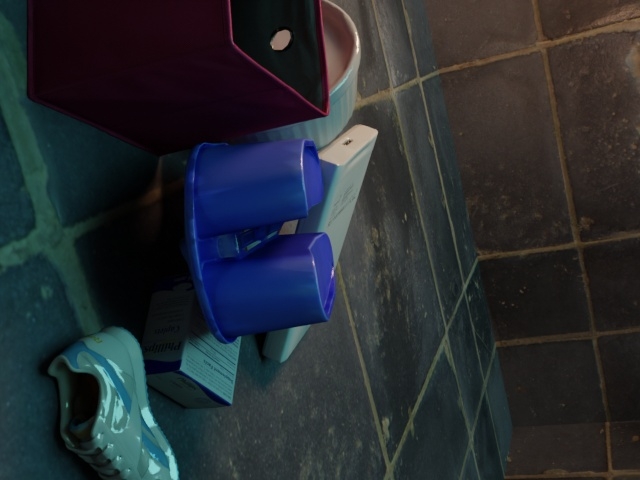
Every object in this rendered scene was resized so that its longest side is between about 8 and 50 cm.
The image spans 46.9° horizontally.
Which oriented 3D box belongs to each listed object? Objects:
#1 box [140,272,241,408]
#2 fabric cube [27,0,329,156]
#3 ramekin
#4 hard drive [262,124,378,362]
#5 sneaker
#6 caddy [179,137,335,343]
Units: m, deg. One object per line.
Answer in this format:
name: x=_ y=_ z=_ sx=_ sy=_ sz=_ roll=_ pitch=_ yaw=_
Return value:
box: x=-0.166 y=0.133 z=0.959 sx=0.126 sy=0.072 sz=0.137 roll=51 pitch=36 yaw=-49
fabric cube: x=-0.161 y=-0.271 z=0.889 sx=0.259 sy=0.258 sz=0.254 roll=20 pitch=62 yaw=-65
ramekin: x=-0.066 y=-0.238 z=1.117 sx=0.127 sy=0.273 sz=0.273 roll=70 pitch=21 yaw=-55
hard drive: x=0.000 y=0.000 z=1.222 sx=0.233 sy=0.047 sz=0.353 roll=-49 pitch=157 yaw=-62
sneaker: x=-0.223 y=0.212 z=0.787 sx=0.092 sy=0.087 sz=0.228 roll=-23 pitch=96 yaw=-60
caddy: x=-0.086 y=-0.007 z=0.930 sx=0.341 sy=0.179 sz=0.241 roll=-57 pitch=140 yaw=-82
